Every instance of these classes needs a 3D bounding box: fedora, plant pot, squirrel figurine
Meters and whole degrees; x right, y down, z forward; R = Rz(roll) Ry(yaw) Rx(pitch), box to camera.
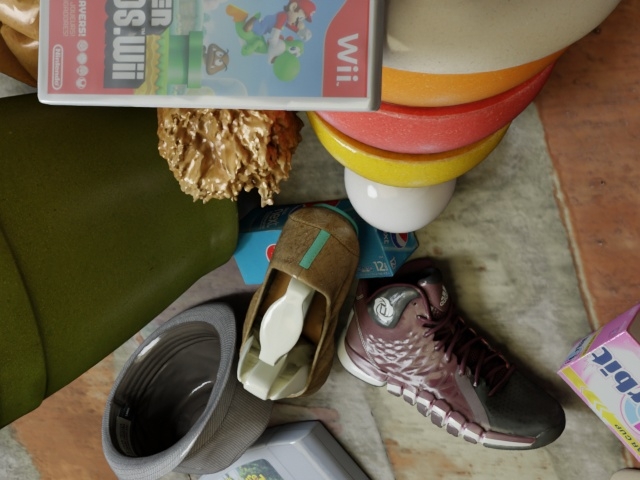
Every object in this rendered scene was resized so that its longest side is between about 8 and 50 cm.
[{"bbox_3d":[-0.152,0.209,1.815,0.124,0.243,0.275,33,139,-31],"label":"fedora"},{"bbox_3d":[-0.295,-0.017,1.596,0.366,0.353,0.366,40,145,37],"label":"plant pot"},{"bbox_3d":[-0.152,-0.223,1.374,0.397,0.281,0.370,37,176,-15],"label":"squirrel figurine"}]

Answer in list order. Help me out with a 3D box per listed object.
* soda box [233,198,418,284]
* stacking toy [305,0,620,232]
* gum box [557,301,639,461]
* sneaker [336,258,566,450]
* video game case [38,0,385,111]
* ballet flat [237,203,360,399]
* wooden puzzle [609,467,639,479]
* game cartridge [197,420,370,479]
[{"bbox_3d":[0.000,0.000,1.642,0.210,0.067,0.071,-5,117,36],"label":"soda box"},{"bbox_3d":[0.082,-0.172,1.367,0.351,0.350,0.480,29,150,14],"label":"stacking toy"},{"bbox_3d":[0.357,0.168,1.522,0.188,0.062,0.107,47,134,-2],"label":"gum box"},{"bbox_3d":[0.147,0.116,1.601,0.281,0.106,0.162,22,127,21],"label":"sneaker"},{"bbox_3d":[-0.088,-0.205,1.123,0.285,0.025,0.204,3,94,19],"label":"video game case"},{"bbox_3d":[-0.036,0.102,1.612,0.116,0.124,0.342,28,141,5],"label":"ballet flat"},{"bbox_3d":[0.435,0.367,1.585,0.221,0.044,0.238,-1,119,52],"label":"wooden puzzle"},{"bbox_3d":[-0.055,0.352,1.934,0.196,0.060,0.294,52,133,-2],"label":"game cartridge"}]
